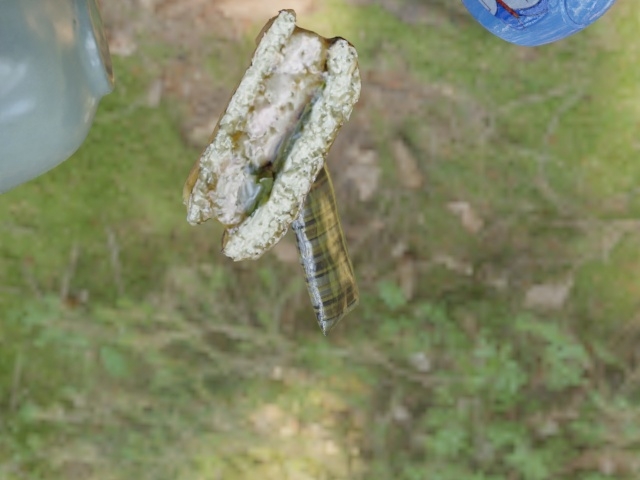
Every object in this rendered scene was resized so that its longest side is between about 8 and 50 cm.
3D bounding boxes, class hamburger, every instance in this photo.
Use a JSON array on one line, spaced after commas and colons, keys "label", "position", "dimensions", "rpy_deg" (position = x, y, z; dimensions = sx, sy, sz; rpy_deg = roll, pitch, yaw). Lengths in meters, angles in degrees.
[{"label": "hamburger", "position": [-0.052, -0.109, 1.857], "dimensions": [0.124, 0.262, 0.131], "rpy_deg": [27, -172, -9]}]

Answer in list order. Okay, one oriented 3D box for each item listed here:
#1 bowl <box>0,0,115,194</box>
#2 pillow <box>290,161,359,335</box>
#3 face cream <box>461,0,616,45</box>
[{"label": "bowl", "position": [-0.297, -0.201, 1.819], "dimensions": [0.146, 0.289, 0.289], "rpy_deg": [-12, 156, -2]}, {"label": "pillow", "position": [0.000, 0.000, 2.056], "dimensions": [0.038, 0.203, 0.113], "rpy_deg": [-7, -166, 26]}, {"label": "face cream", "position": [0.177, -0.248, 1.255], "dimensions": [0.083, 0.149, 0.264], "rpy_deg": [-36, 166, -28]}]
